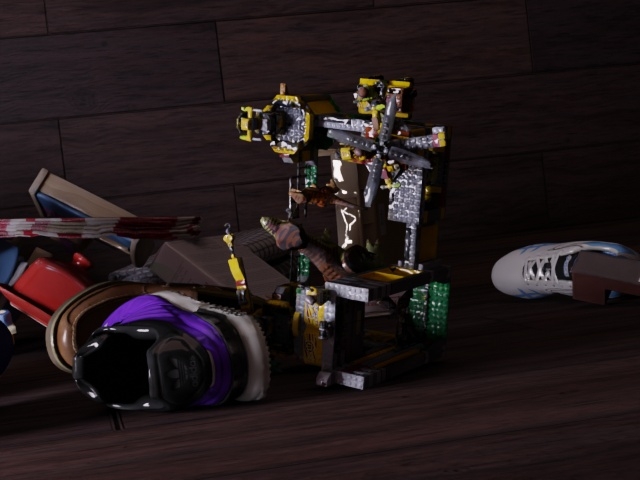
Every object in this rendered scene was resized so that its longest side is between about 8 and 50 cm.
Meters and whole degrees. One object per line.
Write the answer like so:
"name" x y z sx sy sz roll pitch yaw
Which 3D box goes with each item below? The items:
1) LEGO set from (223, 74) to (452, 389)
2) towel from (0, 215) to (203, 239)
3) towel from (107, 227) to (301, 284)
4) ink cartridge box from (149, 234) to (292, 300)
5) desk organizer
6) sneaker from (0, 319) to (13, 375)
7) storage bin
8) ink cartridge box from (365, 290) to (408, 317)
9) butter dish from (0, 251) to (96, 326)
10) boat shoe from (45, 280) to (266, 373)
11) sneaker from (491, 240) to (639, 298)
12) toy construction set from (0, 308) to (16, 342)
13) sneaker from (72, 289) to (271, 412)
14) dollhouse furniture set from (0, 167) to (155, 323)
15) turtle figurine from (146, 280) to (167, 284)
"LEGO set" 0.000 0.000 1.253 0.255 0.331 0.192 19 17 31
"towel" -0.347 -0.018 1.897 0.329 0.037 0.237 -1 2 -10
"towel" -0.199 0.069 2.229 0.283 0.121 0.235 -11 7 26
"ink cartridge box" -0.106 0.075 1.815 0.224 0.056 0.181 38 19 20
"desk organizer" 0.392 0.056 1.640 0.130 0.050 0.047 11 43 25
"sneaker" -0.358 0.129 1.205 0.153 0.099 0.282 -11 6 32
"storage bin" 0.073 -0.033 2.244 0.123 0.262 0.260 -3 3 23
"ink cartridge box" 0.095 0.075 1.910 0.104 0.062 0.181 -6 2 9
"butter dish" -0.379 0.072 1.889 0.160 0.118 0.160 32 -5 -2
"boat shoe" -0.178 0.094 1.511 0.104 0.111 0.307 -6 2 41
"sneaker" 0.338 0.038 1.779 0.237 0.085 0.086 -4 -15 39
"toy construction set" -0.610 0.124 1.762 0.215 0.151 0.327 8 7 41
"sneaker" -0.180 0.109 1.229 0.146 0.102 0.293 -8 3 -33
"dollhouse furniture set" -0.436 0.086 2.111 0.198 0.303 0.286 27 -17 5
"turtle figurine" -0.212 0.098 1.838 0.269 0.087 0.217 -2 5 12
